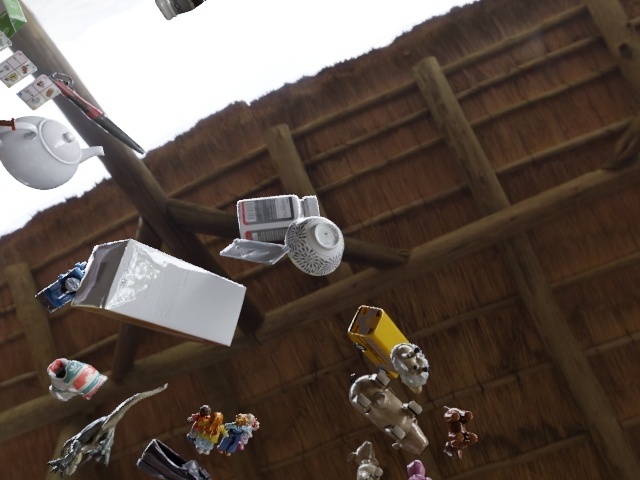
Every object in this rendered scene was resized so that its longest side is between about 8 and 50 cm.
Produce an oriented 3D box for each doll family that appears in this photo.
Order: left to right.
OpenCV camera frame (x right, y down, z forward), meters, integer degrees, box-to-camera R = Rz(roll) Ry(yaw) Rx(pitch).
[{"bbox_3d":[-0.329,0.665,1.600,0.163,0.263,0.118,-65,-156,12],"label":"doll family"}]

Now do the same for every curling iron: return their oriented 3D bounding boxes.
[{"bbox_3d":[-0.539,-0.308,1.119,0.035,0.274,0.068,-45,-165,20],"label":"curling iron"}]

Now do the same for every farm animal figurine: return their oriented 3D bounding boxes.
[{"bbox_3d":[0.169,0.451,1.077,0.330,0.172,0.326,-27,-109,-17],"label":"farm animal figurine"}]

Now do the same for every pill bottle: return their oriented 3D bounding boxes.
[{"bbox_3d":[-0.152,-0.081,1.676,0.284,0.161,0.161,-6,-146,-7],"label":"pill bottle"}]

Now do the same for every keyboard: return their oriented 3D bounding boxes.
[{"bbox_3d":[-0.182,0.029,1.243,0.256,0.014,0.072,6,-136,48],"label":"keyboard"}]

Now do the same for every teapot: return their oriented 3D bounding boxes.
[{"bbox_3d":[-0.849,-0.290,1.431,0.187,0.252,0.256,-21,-145,16],"label":"teapot"}]

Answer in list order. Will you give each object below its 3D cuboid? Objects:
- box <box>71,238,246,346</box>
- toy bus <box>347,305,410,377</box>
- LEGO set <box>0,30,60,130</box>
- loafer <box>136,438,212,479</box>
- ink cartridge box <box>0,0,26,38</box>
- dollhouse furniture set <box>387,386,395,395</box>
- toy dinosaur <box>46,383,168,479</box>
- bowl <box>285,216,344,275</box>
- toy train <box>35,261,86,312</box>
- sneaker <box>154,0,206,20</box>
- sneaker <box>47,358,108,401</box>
[{"bbox_3d":[-0.405,0.145,1.186,0.215,0.345,0.168,-7,-118,45],"label":"box"},{"bbox_3d":[0.216,0.352,1.553,0.130,0.332,0.108,2,-127,41],"label":"toy bus"},{"bbox_3d":[-0.730,-0.315,0.995,0.244,0.182,0.060,-50,-158,-20],"label":"LEGO set"},{"bbox_3d":[-0.441,0.726,1.461,0.303,0.109,0.095,14,-114,19],"label":"loafer"},{"bbox_3d":[-1.034,-0.733,1.497,0.109,0.209,0.062,-25,178,21],"label":"ink cartridge box"},{"bbox_3d":[0.175,0.512,1.508,0.114,0.081,0.091,-47,-135,3],"label":"dollhouse furniture set"},{"bbox_3d":[-0.389,0.346,0.800,0.268,0.064,0.118,-37,-169,14],"label":"toy dinosaur"},{"bbox_3d":[0.000,0.000,1.202,0.170,0.170,0.080,-57,-171,-34],"label":"bowl"},{"bbox_3d":[-0.681,0.128,1.246,0.184,0.080,0.105,-25,-163,33],"label":"toy train"},{"bbox_3d":[-0.203,-0.398,0.705,0.075,0.063,0.170,-10,-129,6],"label":"sneaker"},{"bbox_3d":[-0.428,0.229,0.779,0.161,0.075,0.057,-16,-150,40],"label":"sneaker"}]
